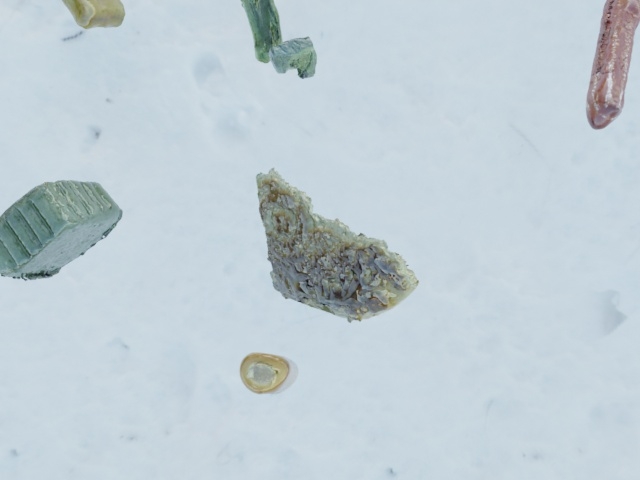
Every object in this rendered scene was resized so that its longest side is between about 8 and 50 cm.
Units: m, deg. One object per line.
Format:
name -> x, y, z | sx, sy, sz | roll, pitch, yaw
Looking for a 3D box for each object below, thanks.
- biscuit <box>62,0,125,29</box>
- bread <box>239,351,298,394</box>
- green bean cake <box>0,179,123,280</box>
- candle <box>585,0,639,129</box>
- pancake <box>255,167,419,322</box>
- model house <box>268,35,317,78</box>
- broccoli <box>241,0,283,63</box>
biscuit -> -0.329, -0.386, 0.989 | 0.039, 0.174, 0.184 | -32, 85, 31
bread -> -0.094, 0.243, 1.236 | 0.092, 0.239, 0.074 | 12, 79, 4
green bean cake -> -0.543, -0.022, 1.389 | 0.222, 0.227, 0.125 | -40, 81, 14
candle -> 0.376, -0.257, 0.859 | 0.048, 0.051, 0.329 | 15, 53, 15
pancake -> 0.000, 0.000, 0.911 | 0.266, 0.057, 0.245 | -32, 86, 51
model house -> -0.055, -0.345, 1.302 | 0.083, 0.079, 0.066 | -17, 76, -13
broccoli -> -0.124, -0.512, 1.360 | 0.164, 0.145, 0.304 | -6, 110, 7
